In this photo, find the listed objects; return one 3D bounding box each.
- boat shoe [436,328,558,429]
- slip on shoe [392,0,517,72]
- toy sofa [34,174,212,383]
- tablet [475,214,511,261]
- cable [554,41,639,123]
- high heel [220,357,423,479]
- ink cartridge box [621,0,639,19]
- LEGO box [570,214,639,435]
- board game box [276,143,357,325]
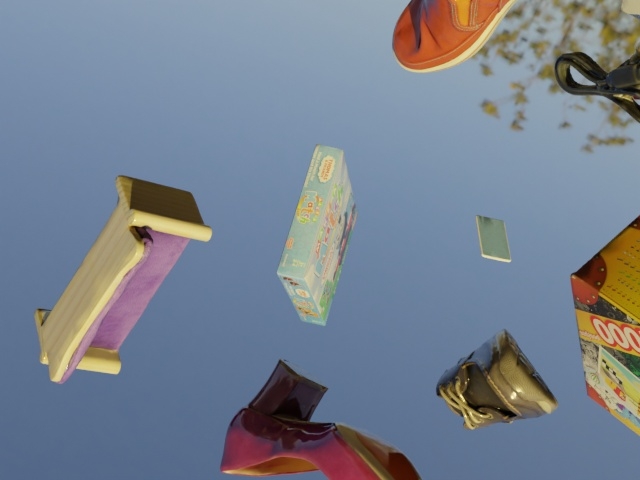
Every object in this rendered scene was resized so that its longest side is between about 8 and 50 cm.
[{"bbox_3d":[0.241,0.214,1.477,0.132,0.130,0.355,55,-178,11],"label":"boat shoe"},{"bbox_3d":[0.163,-0.291,1.176,0.101,0.331,0.123,-3,-105,-28],"label":"slip on shoe"},{"bbox_3d":[-0.335,0.083,1.773,0.150,0.362,0.177,14,-145,-37],"label":"toy sofa"},{"bbox_3d":[0.281,-0.003,1.711,0.054,0.006,0.083,11,-129,-18],"label":"tablet"},{"bbox_3d":[0.458,-0.236,1.575,0.072,0.139,0.287,-19,-170,-13],"label":"cable"},{"bbox_3d":[-0.003,0.301,1.319,0.127,0.181,0.377,29,-177,-29],"label":"high heel"},{"bbox_3d":[0.553,-0.408,1.447,0.171,0.233,0.168,33,175,18],"label":"ink cartridge box"},{"bbox_3d":[0.639,0.229,1.584,0.500,0.193,0.372,40,162,39],"label":"LEGO box"},{"bbox_3d":[0.000,0.000,1.266,0.039,0.160,0.211,13,164,12],"label":"board game box"}]
